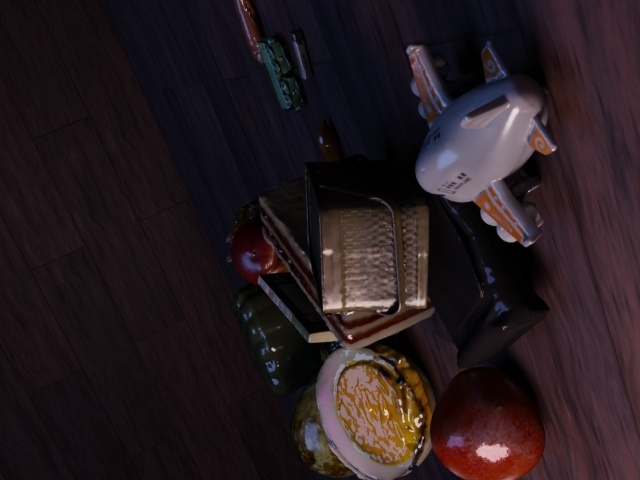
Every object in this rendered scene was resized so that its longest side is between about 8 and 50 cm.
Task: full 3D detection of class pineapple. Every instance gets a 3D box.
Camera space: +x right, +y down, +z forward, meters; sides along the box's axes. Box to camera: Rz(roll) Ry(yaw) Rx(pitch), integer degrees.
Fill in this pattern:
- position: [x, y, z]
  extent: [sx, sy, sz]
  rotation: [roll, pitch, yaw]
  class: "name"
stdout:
- position: [-0.198, -0.017, 2.074]
  extent: [0.158, 0.161, 0.334]
  rotation: [70, 166, -16]
  class: "pineapple"

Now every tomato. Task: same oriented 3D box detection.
- position: [0.237, 0.266, 1.073]
  extent: [0.167, 0.167, 0.167]
  rotation: [56, 163, 26]
  class: "tomato"

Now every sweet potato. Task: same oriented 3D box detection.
- position: [0.015, -0.169, 1.332]
  extent: [0.034, 0.034, 0.095]
  rotation: [37, 152, 59]
  class: "sweet potato"

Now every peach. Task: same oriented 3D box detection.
- position: [-0.134, 0.027, 1.864]
  extent: [0.197, 0.197, 0.197]
  rotation: [56, 163, 26]
  class: "peach"

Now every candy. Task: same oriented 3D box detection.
- position: [0.043, 0.024, 1.283]
  extent: [0.320, 0.179, 0.135]
  rotation: [52, 160, 35]
  class: "candy"

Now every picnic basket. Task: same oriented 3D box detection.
- position: [0.058, -0.015, 1.063]
  extent: [0.266, 0.139, 0.165]
  rotation: [-105, 12, -68]
  class: "picnic basket"

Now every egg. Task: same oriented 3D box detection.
- position: [0.040, 0.456, 1.900]
  extent: [0.238, 0.238, 0.289]
  rotation: [-141, 38, -58]
  class: "egg"
- position: [0.133, 0.314, 1.490]
  extent: [0.264, 0.174, 0.286]
  rotation: [14, 114, 39]
  class: "egg"

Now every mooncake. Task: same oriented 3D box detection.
- position: [-0.134, 0.288, 2.298]
  extent: [0.356, 0.194, 0.356]
  rotation: [55, 162, 27]
  class: "mooncake"

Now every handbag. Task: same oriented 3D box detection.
- position: [0.197, 0.040, 0.996]
  extent: [0.247, 0.080, 0.223]
  rotation: [100, 151, -67]
  class: "handbag"

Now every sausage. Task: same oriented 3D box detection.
- position: [-0.133, -0.409, 1.423]
  extent: [0.042, 0.036, 0.158]
  rotation: [-73, -31, -58]
  class: "sausage"

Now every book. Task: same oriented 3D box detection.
- position: [0.011, 0.128, 1.538]
  extent: [0.264, 0.202, 0.027]
  rotation: [41, 126, 55]
  class: "book"

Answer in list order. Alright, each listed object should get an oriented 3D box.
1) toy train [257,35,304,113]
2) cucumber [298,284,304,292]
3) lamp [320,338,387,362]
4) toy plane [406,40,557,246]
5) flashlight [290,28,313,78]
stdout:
- position: [-0.069, -0.304, 1.384]
  extent: [0.071, 0.038, 0.148]
  rotation: [37, 151, 65]
  class: "toy train"
- position: [-0.001, 0.005, 1.525]
  extent: [0.191, 0.130, 0.191]
  rotation: [161, 90, -75]
  class: "cucumber"
- position: [0.068, 0.227, 1.619]
  extent: [0.156, 0.135, 0.157]
  rotation: [54, 160, 31]
  class: "lamp"
- position: [0.161, -0.103, 0.788]
  extent: [0.244, 0.117, 0.244]
  rotation: [54, 163, 26]
  class: "toy plane"
- position: [-0.032, -0.315, 1.274]
  extent: [0.018, 0.018, 0.083]
  rotation: [44, 155, 52]
  class: "flashlight"
